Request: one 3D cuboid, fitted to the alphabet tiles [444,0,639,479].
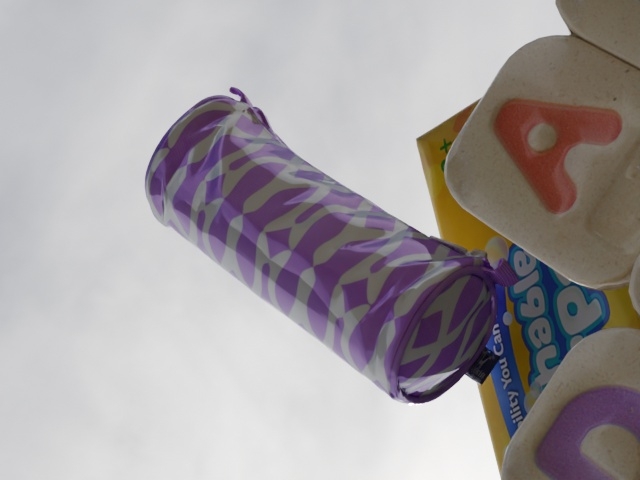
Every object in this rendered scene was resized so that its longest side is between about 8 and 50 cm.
[{"bbox_3d":[0.164,-0.021,0.305,0.021,0.278,0.284,24,-79,-53],"label":"alphabet tiles"}]

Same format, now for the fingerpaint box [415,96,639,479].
[{"bbox_3d":[0.261,0.080,0.627,0.163,0.371,0.444,4,-114,-40],"label":"fingerpaint box"}]

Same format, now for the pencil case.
[{"bbox_3d":[0.000,0.000,0.723,0.088,0.206,0.086,-57,-30,1],"label":"pencil case"}]
